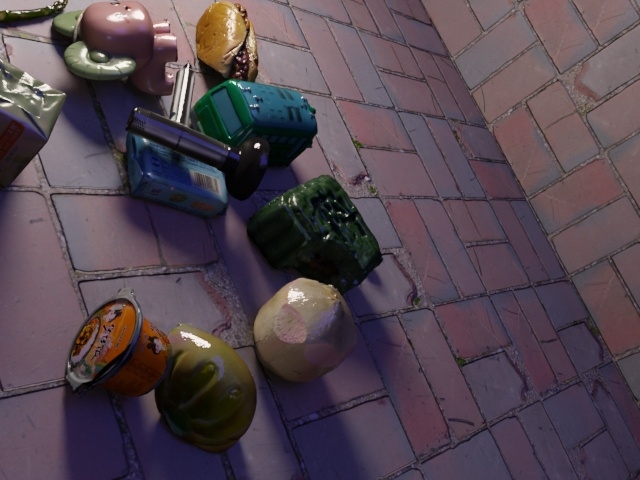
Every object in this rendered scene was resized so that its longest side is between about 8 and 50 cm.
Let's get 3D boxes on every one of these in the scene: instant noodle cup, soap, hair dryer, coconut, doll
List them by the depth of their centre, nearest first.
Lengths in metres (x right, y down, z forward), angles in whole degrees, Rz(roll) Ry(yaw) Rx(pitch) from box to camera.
[{"bbox_3d":[-0.352,0.207,1.297,0.125,0.177,0.208,43,72,-40],"label":"instant noodle cup"},{"bbox_3d":[-0.606,-0.225,1.312,0.182,0.199,0.139,31,45,-31],"label":"soap"},{"bbox_3d":[-0.026,0.200,1.617,0.227,0.230,0.227,32,40,-32],"label":"coconut"},{"bbox_3d":[-0.260,-0.288,1.665,0.320,0.155,0.284,30,60,-22],"label":"hair dryer"},{"bbox_3d":[-0.333,-0.152,1.680,0.293,0.077,0.156,18,48,-43],"label":"soap"},{"bbox_3d":[-0.484,-0.454,1.692,0.268,0.216,0.284,-6,47,-25],"label":"doll"}]

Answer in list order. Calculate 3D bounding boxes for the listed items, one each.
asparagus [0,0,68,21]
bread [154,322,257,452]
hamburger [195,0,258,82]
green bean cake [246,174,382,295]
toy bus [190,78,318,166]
[{"bbox_3d":[-0.662,-0.529,1.647,0.034,0.027,0.236,61,34,-10],"label":"asparagus"},{"bbox_3d":[-0.219,0.286,1.385,0.261,0.156,0.158,48,34,-8],"label":"bread"},{"bbox_3d":[-0.259,-0.564,2.038,0.155,0.245,0.282,15,6,-36],"label":"hamburger"},{"bbox_3d":[0.000,0.000,1.871,0.308,0.169,0.300,56,35,-1],"label":"green bean cake"},{"bbox_3d":[-0.163,-0.316,1.915,0.343,0.199,0.184,-7,66,-54],"label":"toy bus"}]
